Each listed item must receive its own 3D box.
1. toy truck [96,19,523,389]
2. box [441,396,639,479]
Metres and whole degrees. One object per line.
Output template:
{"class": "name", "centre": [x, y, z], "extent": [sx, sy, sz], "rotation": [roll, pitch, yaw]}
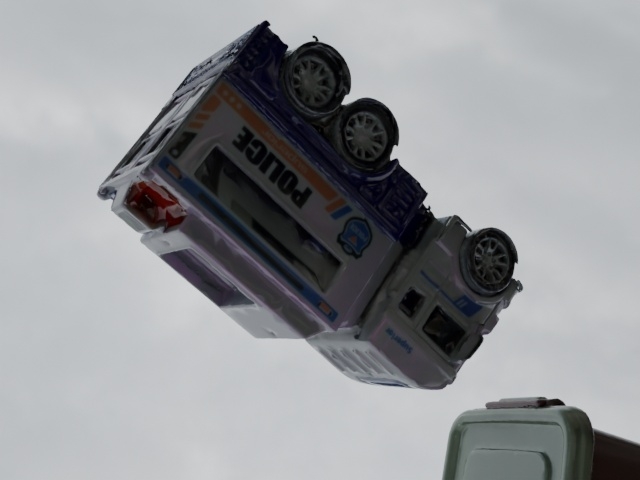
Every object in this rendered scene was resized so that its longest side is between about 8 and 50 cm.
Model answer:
{"class": "toy truck", "centre": [0.000, 0.000, 0.586], "extent": [0.268, 0.124, 0.155], "rotation": [43, -115, -19]}
{"class": "box", "centre": [0.198, 0.284, 0.683], "extent": [0.167, 0.193, 0.294], "rotation": [16, -106, -16]}
